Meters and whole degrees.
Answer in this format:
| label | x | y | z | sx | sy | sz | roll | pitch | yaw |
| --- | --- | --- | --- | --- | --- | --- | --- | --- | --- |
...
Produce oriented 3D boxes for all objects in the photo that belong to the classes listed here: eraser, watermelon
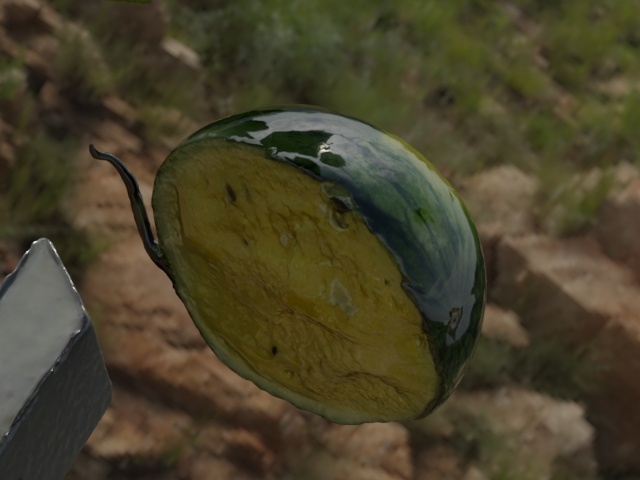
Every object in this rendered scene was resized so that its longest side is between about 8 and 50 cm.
| label | x | y | z | sx | sy | sz | roll | pitch | yaw |
| --- | --- | --- | --- | --- | --- | --- | --- | --- | --- |
| eraser | -0.240 | 0.161 | 1.235 | 0.077 | 0.111 | 0.352 | 20 | 57 | 18 |
| watermelon | 0.006 | 0.002 | 1.059 | 0.127 | 0.232 | 0.204 | -44 | 118 | -31 |

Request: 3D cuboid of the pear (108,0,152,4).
| label | x | y | z | sx | sy | sz | roll | pitch | yaw |
| --- | --- | --- | --- | --- | --- | --- | --- | --- | --- |
| pear | -0.240 | -0.429 | 1.717 | 0.238 | 0.342 | 0.318 | 11 | 19 | -36 |
